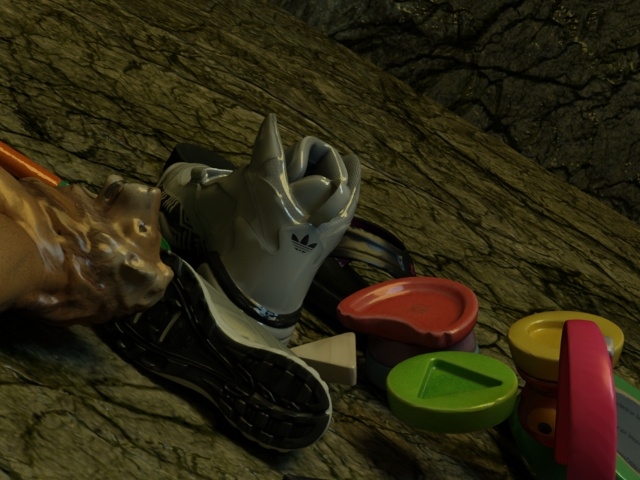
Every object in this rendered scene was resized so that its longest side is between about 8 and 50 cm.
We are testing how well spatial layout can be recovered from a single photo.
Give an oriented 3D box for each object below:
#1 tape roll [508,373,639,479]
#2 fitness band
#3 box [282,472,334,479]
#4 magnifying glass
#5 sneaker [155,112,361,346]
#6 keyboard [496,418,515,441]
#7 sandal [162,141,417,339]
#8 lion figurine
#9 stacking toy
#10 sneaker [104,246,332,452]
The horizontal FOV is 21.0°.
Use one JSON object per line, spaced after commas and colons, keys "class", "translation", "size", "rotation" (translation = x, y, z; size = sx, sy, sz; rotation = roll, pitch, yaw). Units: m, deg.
{"class": "tape roll", "translation": [0.363, 0.267, 1.982], "size": [0.321, 0.077, 0.321], "rotation": [35, 18, -13]}
{"class": "fitness band", "translation": [0.251, 0.212, 1.629], "size": [0.054, 0.290, 0.209], "rotation": [0, 35, 6]}
{"class": "box", "translation": [0.149, 0.291, 1.407], "size": [0.296, 0.073, 0.293], "rotation": [17, 9, -46]}
{"class": "magnifying glass", "translation": [-0.262, -0.040, 1.840], "size": [0.231, 0.026, 0.092], "rotation": [34, 15, -3]}
{"class": "sneaker", "translation": [-0.067, -0.044, 1.883], "size": [0.137, 0.210, 0.366], "rotation": [26, 16, -27]}
{"class": "keyboard", "translation": [0.243, 0.221, 2.051], "size": [0.180, 0.023, 0.108], "rotation": [38, 16, 21]}
{"class": "sandal", "translation": [-0.002, -0.001, 2.081], "size": [0.446, 0.107, 0.167], "rotation": [38, 15, 16]}
{"class": "lion figurine", "translation": [-0.288, 0.015, 1.398], "size": [0.240, 0.142, 0.392], "rotation": [43, 30, 6]}
{"class": "stacking toy", "translation": [0.135, 0.160, 1.822], "size": [0.309, 0.130, 0.279], "rotation": [16, 28, 38]}
{"class": "sneaker", "translation": [-0.102, 0.100, 1.608], "size": [0.271, 0.100, 0.108], "rotation": [39, 1, 10]}
